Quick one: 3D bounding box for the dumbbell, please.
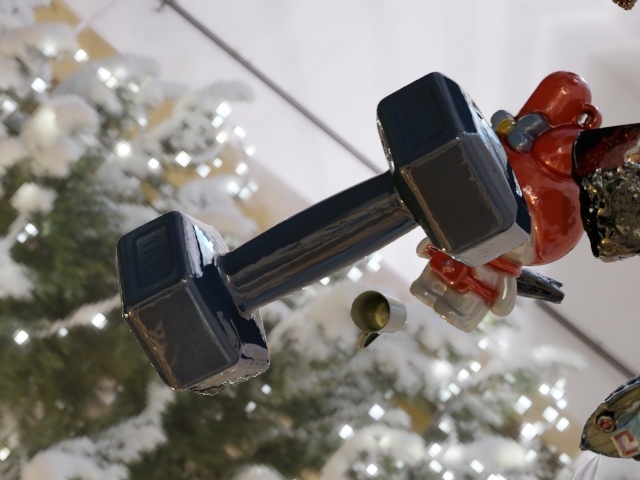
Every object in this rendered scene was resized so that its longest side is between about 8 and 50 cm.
[{"bbox_3d":[0.000,0.000,1.131,0.325,0.144,0.160,-28,-14,11],"label":"dumbbell"}]

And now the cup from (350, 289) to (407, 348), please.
[{"bbox_3d":[0.079,0.105,1.859,0.083,0.054,0.074,19,-109,-67],"label":"cup"}]

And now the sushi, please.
[{"bbox_3d":[0.350,-0.052,1.345,0.225,0.126,0.136,-7,-1,-3],"label":"sushi"}]

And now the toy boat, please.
[{"bbox_3d":[0.480,0.243,1.987,0.262,0.114,0.115,-28,6,12],"label":"toy boat"}]

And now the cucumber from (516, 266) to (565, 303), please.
[{"bbox_3d":[0.216,0.043,1.612,0.034,0.135,0.033,118,161,-65],"label":"cucumber"}]

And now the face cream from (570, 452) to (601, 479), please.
[{"bbox_3d":[0.273,0.252,1.486,0.038,0.020,0.115,-42,-4,21],"label":"face cream"}]

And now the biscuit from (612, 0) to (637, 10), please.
[{"bbox_3d":[0.387,-0.380,1.742,0.026,0.131,0.236,-19,-52,-15],"label":"biscuit"}]

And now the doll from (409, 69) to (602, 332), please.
[{"bbox_3d":[0.206,-0.043,1.495,0.290,0.161,0.130,-56,-38,6],"label":"doll"}]
